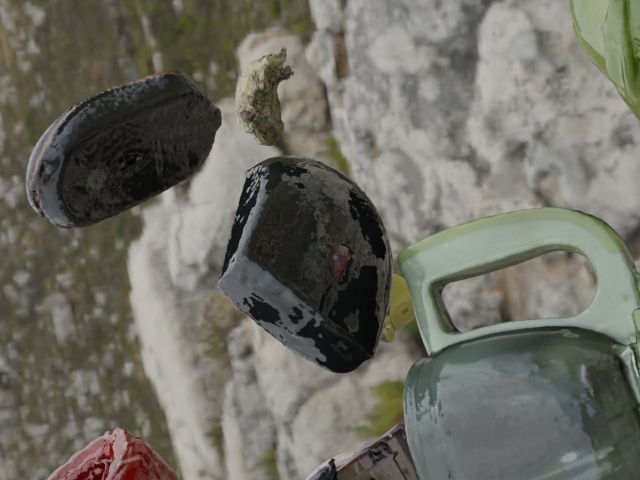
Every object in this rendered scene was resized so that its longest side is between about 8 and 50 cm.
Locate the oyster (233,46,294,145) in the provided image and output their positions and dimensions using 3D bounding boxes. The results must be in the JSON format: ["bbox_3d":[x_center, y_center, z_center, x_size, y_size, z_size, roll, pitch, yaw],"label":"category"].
[{"bbox_3d":[-0.048,-0.138,1.173,0.083,0.080,0.038,57,177,-21],"label":"oyster"}]

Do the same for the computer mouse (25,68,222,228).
[{"bbox_3d":[-0.291,-0.136,1.722,0.116,0.323,0.183,33,136,34],"label":"computer mouse"}]

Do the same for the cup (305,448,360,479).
[{"bbox_3d":[0.103,0.445,1.558,0.273,0.208,0.288,45,-146,-40],"label":"cup"}]

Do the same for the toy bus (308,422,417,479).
[{"bbox_3d":[0.020,0.248,1.072,0.090,0.112,0.274,53,-158,11],"label":"toy bus"}]

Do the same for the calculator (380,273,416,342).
[{"bbox_3d":[0.046,0.078,1.742,0.236,0.157,0.033,18,124,37],"label":"calculator"}]

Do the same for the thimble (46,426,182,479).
[{"bbox_3d":[-0.227,0.303,1.245,0.125,0.189,0.163,51,155,-21],"label":"thimble"}]

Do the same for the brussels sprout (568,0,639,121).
[{"bbox_3d":[0.525,-0.357,1.674,0.361,0.342,0.425,36,-161,-54],"label":"brussels sprout"}]

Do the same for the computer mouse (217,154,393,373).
[{"bbox_3d":[0.000,0.000,1.160,0.100,0.170,0.269,-47,18,26],"label":"computer mouse"}]

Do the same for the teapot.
[{"bbox_3d":[0.217,0.146,1.066,0.239,0.239,0.322,46,-153,-42],"label":"teapot"}]
